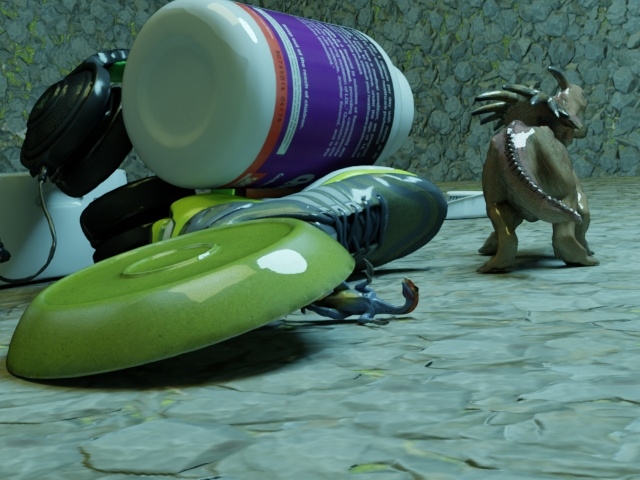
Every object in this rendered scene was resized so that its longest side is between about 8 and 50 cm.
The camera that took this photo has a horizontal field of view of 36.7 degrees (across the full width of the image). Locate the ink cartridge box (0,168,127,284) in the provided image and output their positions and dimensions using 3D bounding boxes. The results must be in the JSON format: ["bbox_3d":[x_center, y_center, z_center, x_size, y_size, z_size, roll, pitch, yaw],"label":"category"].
[{"bbox_3d":[-0.398,-0.019,1.157,0.289,0.122,0.211,1,7,40],"label":"ink cartridge box"}]

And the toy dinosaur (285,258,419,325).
[{"bbox_3d":[0.028,0.040,0.711,0.082,0.047,0.090,14,-12,-21],"label":"toy dinosaur"}]

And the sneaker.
[{"bbox_3d":[0.000,0.000,0.902,0.299,0.111,0.121,-14,17,-26],"label":"sneaker"}]

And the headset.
[{"bbox_3d":[-0.236,-0.051,1.016,0.185,0.243,0.394,-29,9,34],"label":"headset"}]

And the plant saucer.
[{"bbox_3d":[-0.097,0.028,0.650,0.240,0.037,0.241,-14,11,3],"label":"plant saucer"}]

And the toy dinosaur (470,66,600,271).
[{"bbox_3d":[0.211,-0.078,0.972,0.127,0.201,0.295,-2,6,14],"label":"toy dinosaur"}]

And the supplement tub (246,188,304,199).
[{"bbox_3d":[0.008,-0.035,1.169,0.197,0.106,0.106,-2,6,17],"label":"supplement tub"}]

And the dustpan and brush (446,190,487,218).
[{"bbox_3d":[0.281,-0.071,1.606,0.211,0.060,0.147,-1,6,28],"label":"dustpan and brush"}]

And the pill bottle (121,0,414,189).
[{"bbox_3d":[-0.037,-0.144,1.011,0.181,0.182,0.323,0,3,37],"label":"pill bottle"}]
